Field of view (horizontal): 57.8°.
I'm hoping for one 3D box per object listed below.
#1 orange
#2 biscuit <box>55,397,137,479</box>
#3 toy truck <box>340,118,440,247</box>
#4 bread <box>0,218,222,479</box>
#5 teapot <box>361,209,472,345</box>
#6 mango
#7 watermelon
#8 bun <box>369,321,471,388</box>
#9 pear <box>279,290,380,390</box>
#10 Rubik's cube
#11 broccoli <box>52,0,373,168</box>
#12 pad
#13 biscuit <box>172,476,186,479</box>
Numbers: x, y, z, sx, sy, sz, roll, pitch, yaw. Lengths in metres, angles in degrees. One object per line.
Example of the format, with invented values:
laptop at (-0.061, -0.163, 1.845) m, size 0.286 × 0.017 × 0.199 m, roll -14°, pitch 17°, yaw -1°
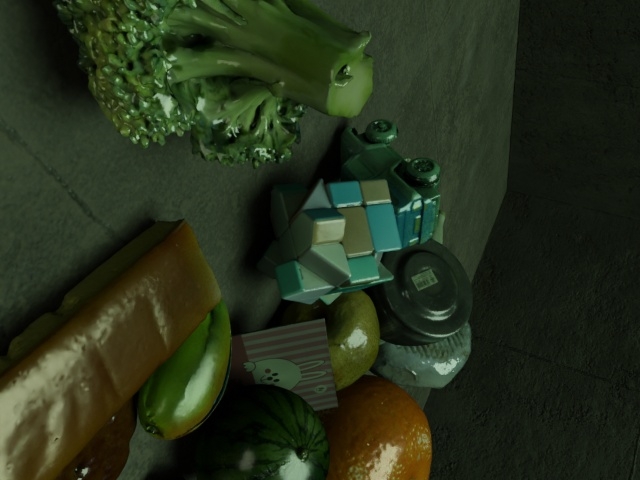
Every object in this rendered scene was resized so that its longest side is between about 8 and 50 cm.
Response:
orange at (0.077, 0.528, 1.405) m, size 0.424 × 0.326 × 0.424 m, roll -20°, pitch 116°, yaw -49°
biscuit at (-0.314, 0.274, 0.735) m, size 0.212 × 0.036 × 0.212 m, roll -43°, pitch 141°, yaw -49°
toy truck at (0.130, -0.117, 1.179) m, size 0.156 × 0.279 × 0.155 m, roll -23°, pitch 139°, yaw -18°
bread at (-0.262, 0.126, 0.675) m, size 0.361 × 0.077 × 0.138 m, roll -50°, pitch 132°, yaw -44°
teapot at (0.183, 0.099, 1.352) m, size 0.239 × 0.240 × 0.321 m, roll -43°, pitch -131°, yaw 53°
mango at (-0.190, 0.180, 0.862) m, size 0.125 × 0.111 × 0.233 m, roll 91°, pitch 13°, yaw -57°
watermelon at (-0.100, 0.372, 1.010) m, size 0.242 × 0.242 × 0.242 m, roll -45°, pitch 144°, yaw -47°
bun at (0.226, 0.250, 1.552) m, size 0.354 × 0.354 × 0.194 m, roll -45°, pitch 161°, yaw -47°
pear at (0.022, 0.207, 1.214) m, size 0.228 × 0.188 × 0.211 m, roll -33°, pitch 140°, yaw -8°
Rubik's cube at (0.000, 0.000, 1.042) m, size 0.213 × 0.265 × 0.224 m, roll -8°, pitch 80°, yaw -26°
broccoli at (-0.113, -0.191, 0.600) m, size 0.249 × 0.302 × 0.375 m, roll -27°, pitch 149°, yaw -7°
pad at (-0.075, 0.257, 1.093) m, size 0.005 × 0.202 × 0.299 m, roll -104°, pitch -175°, yaw -46°
biscuit at (-0.280, 0.487, 0.916) m, size 0.235 × 0.063 × 0.151 m, roll -54°, pitch 150°, yaw -31°
